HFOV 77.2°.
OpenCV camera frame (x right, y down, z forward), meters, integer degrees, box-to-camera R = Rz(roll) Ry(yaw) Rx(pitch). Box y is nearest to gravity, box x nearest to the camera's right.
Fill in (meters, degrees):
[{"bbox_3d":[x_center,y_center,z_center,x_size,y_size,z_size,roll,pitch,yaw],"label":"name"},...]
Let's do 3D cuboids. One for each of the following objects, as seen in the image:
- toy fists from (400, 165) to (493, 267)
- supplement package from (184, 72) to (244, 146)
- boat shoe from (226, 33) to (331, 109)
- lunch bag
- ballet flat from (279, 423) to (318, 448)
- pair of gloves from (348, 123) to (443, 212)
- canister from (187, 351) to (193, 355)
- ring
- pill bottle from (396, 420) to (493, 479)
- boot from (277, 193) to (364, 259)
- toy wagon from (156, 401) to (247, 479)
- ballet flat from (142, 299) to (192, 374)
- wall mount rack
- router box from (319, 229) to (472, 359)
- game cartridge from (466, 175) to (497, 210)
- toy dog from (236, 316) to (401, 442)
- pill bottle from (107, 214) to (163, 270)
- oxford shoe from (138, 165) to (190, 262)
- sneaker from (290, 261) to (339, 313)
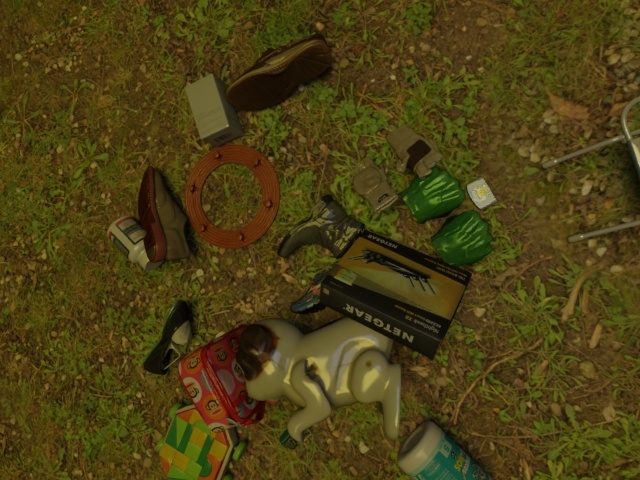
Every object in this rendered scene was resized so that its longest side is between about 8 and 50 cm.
[{"bbox_3d":[0.343,-0.065,1.062,0.142,0.096,0.279,-35,81,25],"label":"toy fists"},{"bbox_3d":[-0.330,-0.402,1.251,0.105,0.105,0.179,-20,84,15],"label":"supplement package"},{"bbox_3d":[-0.131,-0.514,1.208,0.342,0.123,0.123,-24,53,19],"label":"boat shoe"},{"bbox_3d":[-0.234,0.387,1.107,0.120,0.293,0.258,-31,85,15],"label":"lunch bag"},{"bbox_3d":[-0.042,0.537,1.176,0.070,0.070,0.188,42,101,13],"label":"ballet flat"},{"bbox_3d":[0.201,-0.197,1.091,0.240,0.042,0.204,-41,45,7],"label":"pair of gloves"},{"bbox_3d":[-0.334,0.413,1.248,0.126,0.073,0.169,-29,80,13],"label":"canister"},{"bbox_3d":[-0.290,-0.140,1.272,0.337,0.032,0.336,-1,88,15],"label":"ring"},{"bbox_3d":[0.336,0.607,1.018,0.264,0.146,0.146,42,99,12],"label":"pill bottle"},{"bbox_3d":[0.000,0.000,1.165,0.161,0.083,0.246,45,101,6],"label":"boot"},{"bbox_3d":[-0.394,0.686,1.259,0.267,0.068,0.344,24,95,15],"label":"toy wagon"},{"bbox_3d":[-0.470,0.319,1.285,0.096,0.095,0.280,33,108,4],"label":"ballet flat"},{"bbox_3d":[0.732,-0.142,0.944,0.304,0.130,0.349,-17,84,11],"label":"wall mount rack"},{"bbox_3d":[0.189,0.120,1.012,0.309,0.243,0.081,23,136,21],"label":"router box"},{"bbox_3d":[0.431,-0.126,1.079,0.056,0.017,0.083,-30,81,17],"label":"game cartridge"},{"bbox_3d":[-0.012,0.308,1.022,0.409,0.284,0.394,2,83,4],"label":"toy dog"},{"bbox_3d":[-0.598,0.012,1.314,0.180,0.108,0.108,42,99,13],"label":"pill bottle"},{"bbox_3d":[-0.508,-0.085,1.302,0.123,0.130,0.348,-37,61,43],"label":"oxford shoe"},{"bbox_3d":[0.001,0.143,1.167,0.221,0.083,0.087,-35,61,12],"label":"sneaker"}]
